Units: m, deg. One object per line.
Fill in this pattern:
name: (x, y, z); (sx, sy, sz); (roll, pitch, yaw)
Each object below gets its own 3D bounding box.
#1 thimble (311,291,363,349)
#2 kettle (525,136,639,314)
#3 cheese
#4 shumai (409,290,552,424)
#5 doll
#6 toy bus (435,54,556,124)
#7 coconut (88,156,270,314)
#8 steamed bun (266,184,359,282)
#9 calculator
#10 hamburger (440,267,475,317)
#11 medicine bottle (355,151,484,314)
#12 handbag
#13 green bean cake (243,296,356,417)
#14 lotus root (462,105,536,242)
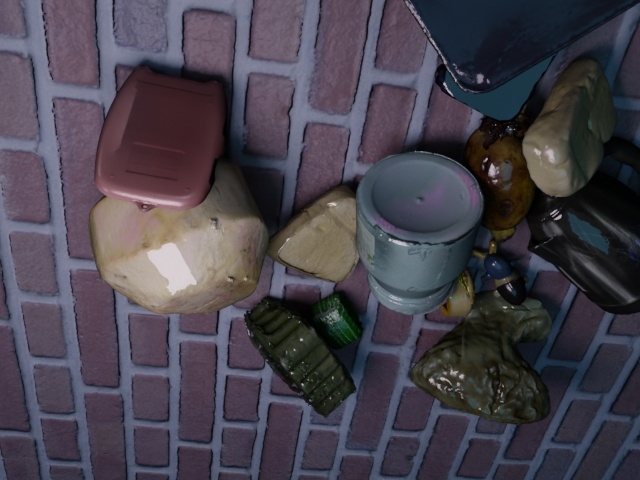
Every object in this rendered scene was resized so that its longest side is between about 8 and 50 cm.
thimble: (0.038, 0.192, 1.498); (0.090, 0.118, 0.130); (-28, 138, 12)
kettle: (0.597, -0.054, 1.313); (0.324, 0.228, 0.321); (36, 90, -18)
cheese: (0.476, -0.209, 1.183); (0.093, 0.263, 0.159); (2, 144, 51)
shumai: (0.391, 0.255, 1.483); (0.330, 0.292, 0.288); (15, 92, -12)
doll: (0.427, 0.079, 1.459); (0.102, 0.089, 0.179); (-29, 96, 16)
toy bus: (0.362, -0.412, 1.072); (0.171, 0.162, 0.386); (29, 118, 1)
coconut: (-0.280, -0.022, 1.225); (0.353, 0.352, 0.352); (-1, 123, -1)
steamed bun: (0.009, -0.025, 1.359); (0.231, 0.110, 0.212); (27, 105, -42)
calculator: (-0.278, -0.188, 1.116); (0.220, 0.329, 0.048); (10, 148, -9)
hamburger: (0.314, 0.110, 1.445); (0.082, 0.126, 0.141); (-15, 102, -6)
medicine bottle: (0.194, 0.001, 1.278); (0.245, 0.245, 0.290); (-4, 142, 1)
handbag: (0.291, -0.421, 0.927); (0.329, 0.122, 0.303); (-30, 103, 25)
green bean cake: (-0.055, 0.264, 1.464); (0.132, 0.241, 0.255); (-39, 119, -13)
lotus root: (0.361, -0.125, 1.263); (0.142, 0.169, 0.314); (-3, 120, 9)
